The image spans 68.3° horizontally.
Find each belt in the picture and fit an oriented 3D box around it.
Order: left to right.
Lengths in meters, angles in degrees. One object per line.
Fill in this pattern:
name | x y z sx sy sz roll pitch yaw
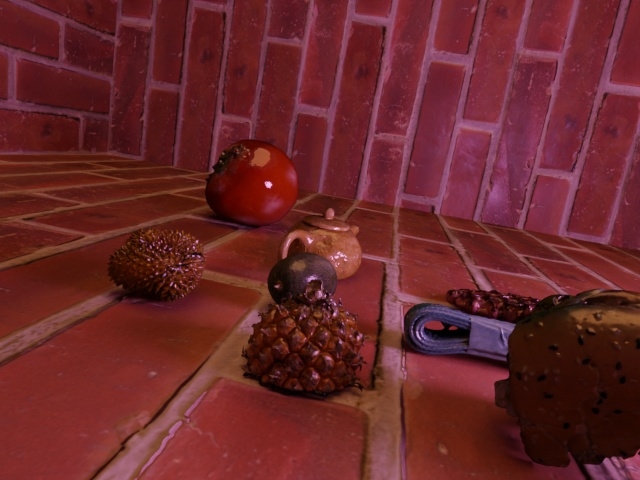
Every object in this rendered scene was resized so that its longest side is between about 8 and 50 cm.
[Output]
belt | 0.292 0.172 0.802 0.303 0.087 0.072 12 0 8

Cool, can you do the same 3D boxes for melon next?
melon | -0.034 0.080 0.901 0.114 0.114 0.167 17 11 31

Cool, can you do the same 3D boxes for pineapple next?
pineapple | -0.014 0.120 0.665 0.176 0.136 0.161 10 11 6

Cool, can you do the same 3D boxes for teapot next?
teapot | 0.000 0.000 1.175 0.203 0.166 0.311 18 15 34

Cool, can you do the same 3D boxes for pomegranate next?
pomegranate | 0.468 0.168 0.911 0.122 0.122 0.161 16 -13 29

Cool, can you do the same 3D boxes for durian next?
durian | -0.285 0.041 0.857 0.168 0.136 0.158 4 31 18

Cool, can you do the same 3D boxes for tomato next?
tomato | -0.227 -0.190 1.637 0.322 0.321 0.321 9 12 -2

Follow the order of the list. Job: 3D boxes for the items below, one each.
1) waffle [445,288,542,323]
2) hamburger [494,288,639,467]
waffle | 0.405 0.147 1.054 0.234 0.055 0.221 6 3 -37
hamburger | 0.348 0.148 0.559 0.288 0.192 0.168 -18 7 22
